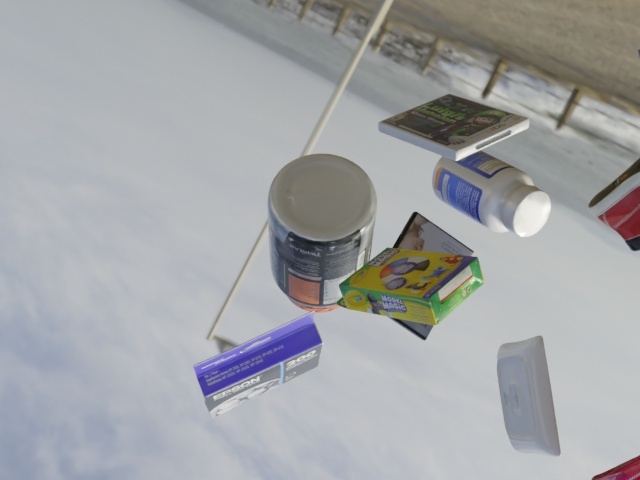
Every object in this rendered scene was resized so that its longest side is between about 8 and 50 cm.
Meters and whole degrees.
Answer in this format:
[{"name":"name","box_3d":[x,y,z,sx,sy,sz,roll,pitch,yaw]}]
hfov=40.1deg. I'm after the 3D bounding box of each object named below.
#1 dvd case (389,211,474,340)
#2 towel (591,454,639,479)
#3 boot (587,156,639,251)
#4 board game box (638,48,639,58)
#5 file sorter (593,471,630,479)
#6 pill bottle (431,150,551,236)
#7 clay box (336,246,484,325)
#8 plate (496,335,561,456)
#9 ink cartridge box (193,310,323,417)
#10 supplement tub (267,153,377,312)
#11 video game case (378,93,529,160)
[{"name":"dvd case","box_3d":[0.233,0.082,2.071,0.180,0.253,0.022,34,165,-10]},{"name":"towel","box_3d":[0.678,0.526,1.683,0.275,0.199,0.031,53,-150,2]},{"name":"boot","box_3d":[0.725,-0.089,1.879,0.176,0.244,0.088,42,-148,-5]},{"name":"board game box","box_3d":[0.638,-0.288,1.429,0.136,0.201,0.035,54,-150,-36]},{"name":"file sorter","box_3d":[0.530,0.601,1.676,0.182,0.202,0.291,39,154,5]},{"name":"pill bottle","box_3d":[0.394,-0.110,2.019,0.152,0.152,0.272,20,-168,-39]},{"name":"clay box","box_3d":[0.130,0.066,1.380,0.222,0.053,0.127,7,-147,47]},{"name":"plate","box_3d":[0.490,0.380,2.124,0.045,0.278,0.278,-6,170,-9]},{"name":"ink cartridge box","box_3d":[-0.095,0.201,1.401,0.045,0.206,0.208,61,167,20]},{"name":"supplement tub","box_3d":[0.000,0.000,1.740,0.207,0.207,0.338,30,154,14]},{"name":"video game case","box_3d":[0.223,-0.196,1.482,0.173,0.022,0.190,-25,-146,-29]}]
